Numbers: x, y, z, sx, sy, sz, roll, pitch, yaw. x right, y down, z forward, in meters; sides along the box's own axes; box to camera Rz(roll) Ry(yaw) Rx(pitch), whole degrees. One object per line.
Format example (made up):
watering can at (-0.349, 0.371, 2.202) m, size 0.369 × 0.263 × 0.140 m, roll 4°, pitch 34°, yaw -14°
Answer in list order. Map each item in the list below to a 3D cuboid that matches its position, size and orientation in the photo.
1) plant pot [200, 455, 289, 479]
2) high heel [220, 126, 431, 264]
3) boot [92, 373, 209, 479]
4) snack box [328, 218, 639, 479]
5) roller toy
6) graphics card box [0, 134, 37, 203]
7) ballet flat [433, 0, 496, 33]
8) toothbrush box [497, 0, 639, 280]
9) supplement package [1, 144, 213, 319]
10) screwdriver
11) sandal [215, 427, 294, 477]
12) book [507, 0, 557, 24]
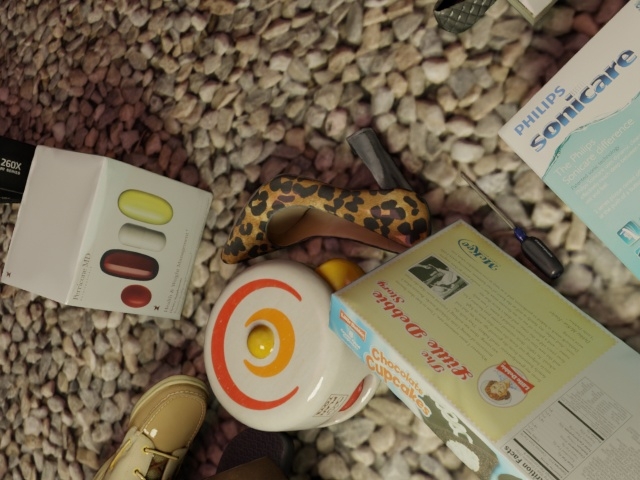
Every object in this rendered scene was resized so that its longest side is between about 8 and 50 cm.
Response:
plant pot at (-0.066, 0.354, 0.754) m, size 0.215 × 0.215 × 0.231 m, roll -29°, pitch 73°, yaw 25°
high heel at (0.000, 0.000, 0.875) m, size 0.261 × 0.093 × 0.186 m, roll -36°, pitch 56°, yaw 12°
boot at (-0.214, 0.315, 0.901) m, size 0.262 × 0.095 × 0.203 m, roll -52°, pitch 26°, yaw 18°
snack box at (0.179, 0.122, 0.688) m, size 0.322 × 0.187 × 0.060 m, roll 43°, pitch 146°, yaw 33°
roller toy at (-0.030, 0.121, 0.841) m, size 0.209 × 0.146 × 0.191 m, roll -5°, pitch 78°, yaw 32°
graphics card box at (-0.622, -0.134, 1.151) m, size 0.232 × 0.370 × 0.094 m, roll 1°, pitch 81°, yaw 35°
ballet flat at (0.199, -0.315, 0.842) m, size 0.057 × 0.049 × 0.173 m, roll 46°, pitch 105°, yaw 31°
toothbrush box at (0.343, -0.064, 0.646) m, size 0.216 × 0.126 × 0.296 m, roll -47°, pitch 60°, yaw 17°
supplement package at (-0.288, -0.007, 1.004) m, size 0.149 × 0.203 × 0.194 m, roll 12°, pitch 87°, yaw 35°
screwdriver at (0.207, -0.023, 0.796) m, size 0.025 × 0.024 × 0.170 m, roll -26°, pitch 55°, yaw -6°
sandal at (-0.096, 0.334, 0.904) m, size 0.097 × 0.054 × 0.255 m, roll 38°, pitch 111°, yaw 40°
book at (0.221, -0.327, 0.809) m, size 0.096 × 0.035 × 0.144 m, roll -44°, pitch 81°, yaw 7°
